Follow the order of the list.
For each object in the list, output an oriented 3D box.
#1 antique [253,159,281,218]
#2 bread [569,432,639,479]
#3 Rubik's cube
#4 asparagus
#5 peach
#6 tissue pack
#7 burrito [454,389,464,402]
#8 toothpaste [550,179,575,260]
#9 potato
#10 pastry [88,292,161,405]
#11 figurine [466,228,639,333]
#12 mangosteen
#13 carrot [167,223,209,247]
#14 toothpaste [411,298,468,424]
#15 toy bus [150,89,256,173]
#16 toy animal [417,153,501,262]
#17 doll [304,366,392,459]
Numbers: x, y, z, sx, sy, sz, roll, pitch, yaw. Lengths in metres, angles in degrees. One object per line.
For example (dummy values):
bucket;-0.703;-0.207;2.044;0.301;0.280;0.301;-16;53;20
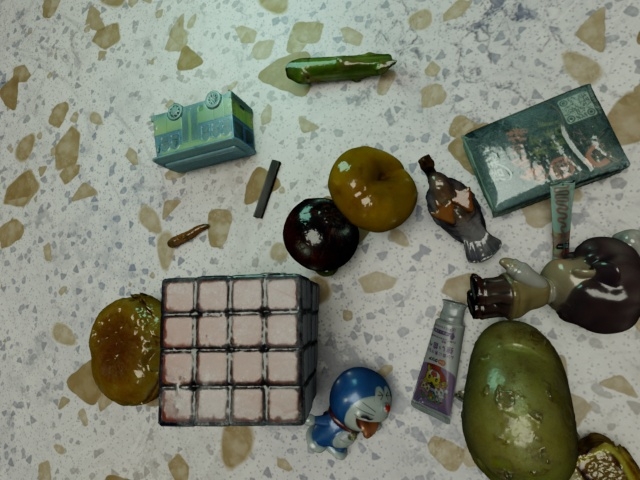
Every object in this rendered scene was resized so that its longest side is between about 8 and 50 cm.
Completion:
antique;-0.168;-0.161;1.390;0.031;0.015;0.192;18;90;20
bread;0.620;0.553;0.960;0.181;0.096;0.222;-33;73;16
Rubik's cube;-0.183;0.263;1.132;0.344;0.337;0.344;0;82;6
asparagus;0.063;-0.517;1.320;0.343;0.085;0.082;2;87;19
peach;0.142;-0.139;1.167;0.251;0.153;0.251;9;59;-15
tissue pack;0.541;-0.218;1.091;0.315;0.103;0.228;-21;75;16
burrito;0.401;0.412;1.086;0.149;0.041;0.055;37;86;24
toothpaste;0.572;-0.039;1.047;0.056;0.036;0.205;-6;105;5
potato;0.418;0.336;0.951;0.219;0.270;0.359;2;58;17
pastry;-0.593;0.345;1.400;0.355;0.164;0.356;-2;85;20
figurine;0.519;0.097;0.985;0.364;0.206;0.218;3;126;13
mangosteen;-0.004;-0.010;1.220;0.216;0.216;0.216;-3;82;20
carrot;-0.438;-0.017;1.461;0.165;0.035;0.036;-24;75;13
toothpaste;0.309;0.301;1.123;0.114;0.073;0.299;13;91;40
toy bus;-0.377;-0.342;1.420;0.312;0.152;0.190;-10;79;18
toy animal;0.338;-0.084;1.113;0.122;0.185;0.298;-38;96;11
doll;0.074;0.450;1.137;0.257;0.215;0.161;-60;31;13
